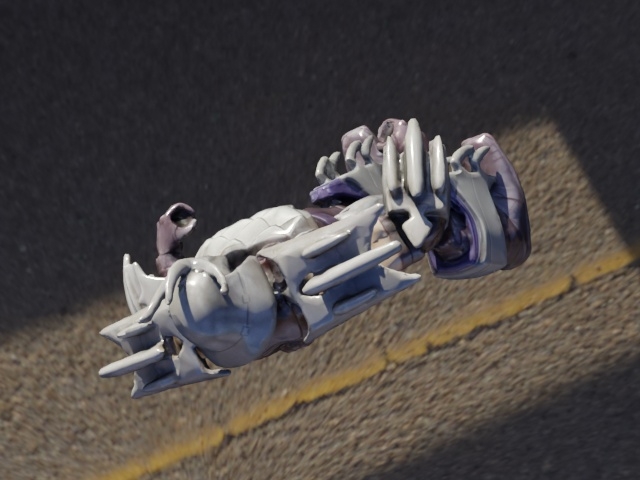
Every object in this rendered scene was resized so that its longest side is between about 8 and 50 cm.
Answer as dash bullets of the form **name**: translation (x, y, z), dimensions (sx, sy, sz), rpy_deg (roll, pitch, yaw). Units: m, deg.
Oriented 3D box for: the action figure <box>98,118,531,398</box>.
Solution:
- **action figure**: translation (0.000, 0.000, 0.659), dimensions (0.185, 0.285, 0.099), rpy_deg (-12, 95, 29)
